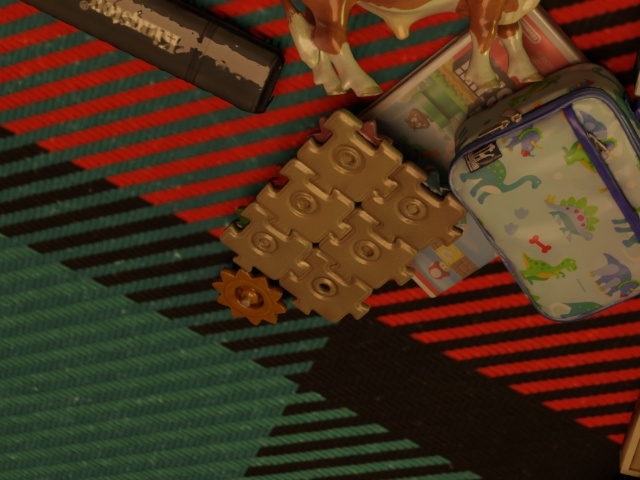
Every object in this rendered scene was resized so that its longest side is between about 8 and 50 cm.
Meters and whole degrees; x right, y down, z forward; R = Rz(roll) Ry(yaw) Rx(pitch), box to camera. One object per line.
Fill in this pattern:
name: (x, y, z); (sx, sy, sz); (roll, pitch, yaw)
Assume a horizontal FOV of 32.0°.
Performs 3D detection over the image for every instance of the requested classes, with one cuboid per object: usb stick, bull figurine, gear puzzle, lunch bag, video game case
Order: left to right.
usb stick: (-0.166, -0.208, 1.075); (0.278, 0.045, 0.077); (26, 126, -2)
gear puzzle: (0.000, 0.000, 1.150); (0.175, 0.044, 0.339); (37, 134, -10)
bull figurine: (0.104, -0.223, 0.949); (0.310, 0.101, 0.188); (-1, 101, 21)
video game case: (0.149, -0.083, 1.085); (0.204, 0.025, 0.285); (44, 123, -15)
lunch bag: (0.234, -0.042, 1.022); (0.176, 0.090, 0.219); (-25, 114, 24)

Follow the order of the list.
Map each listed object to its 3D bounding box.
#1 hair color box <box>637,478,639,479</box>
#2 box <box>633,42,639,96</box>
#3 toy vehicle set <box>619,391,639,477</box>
hair color box: (0.458, 0.290, 1.151); (0.185, 0.110, 0.339); (38, 122, -10)
box: (0.400, -0.157, 0.947); (0.244, 0.060, 0.100); (12, 125, 7)
toy vehicle set: (0.426, 0.155, 1.158); (0.166, 0.035, 0.266); (12, 125, 7)
